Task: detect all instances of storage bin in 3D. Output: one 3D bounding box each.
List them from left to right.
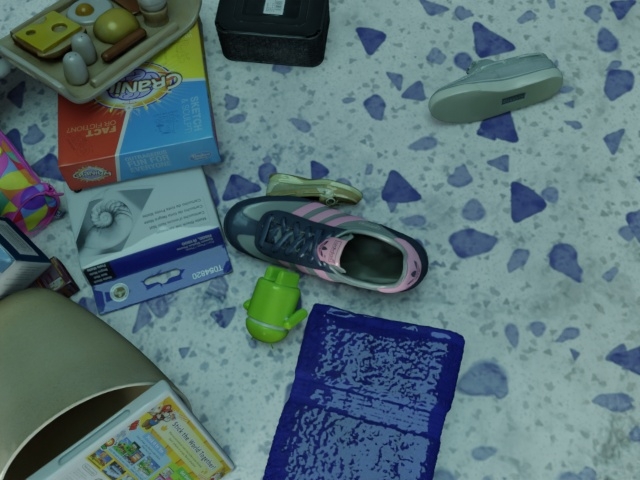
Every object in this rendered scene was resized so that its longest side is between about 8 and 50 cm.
[{"bbox_3d":[-0.079,-0.374,1.360,0.180,0.084,0.122,6,68,6],"label":"storage bin"}]

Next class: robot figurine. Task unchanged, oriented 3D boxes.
[{"bbox_3d":[-0.070,0.097,1.164,0.101,0.067,0.115,18,92,39],"label":"robot figurine"}]

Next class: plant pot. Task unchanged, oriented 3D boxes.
[{"bbox_3d":[-0.347,0.194,1.073,0.256,0.256,0.274,-35,53,-11],"label":"plant pot"}]

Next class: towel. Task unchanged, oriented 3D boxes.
[{"bbox_3d":[0.059,0.253,1.105,0.228,0.076,0.308,11,69,15],"label":"towel"}]

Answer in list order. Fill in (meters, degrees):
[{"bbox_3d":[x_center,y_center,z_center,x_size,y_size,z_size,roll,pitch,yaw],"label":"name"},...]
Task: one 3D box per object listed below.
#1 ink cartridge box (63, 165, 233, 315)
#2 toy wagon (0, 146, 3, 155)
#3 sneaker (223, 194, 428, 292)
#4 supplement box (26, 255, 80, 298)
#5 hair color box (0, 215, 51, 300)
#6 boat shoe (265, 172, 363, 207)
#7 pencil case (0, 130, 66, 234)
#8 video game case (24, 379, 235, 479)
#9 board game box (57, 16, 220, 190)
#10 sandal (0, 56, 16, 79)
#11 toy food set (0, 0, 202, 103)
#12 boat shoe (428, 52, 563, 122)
[{"bbox_3d":[-0.271,-0.022,1.245,0.223,0.045,0.224,-19,68,-5],"label":"ink cartridge box"},{"bbox_3d":[-0.559,0.000,1.109,0.344,0.267,0.068,-43,92,3],"label":"toy wagon"},{"bbox_3d":[0.000,0.000,1.164,0.319,0.131,0.112,11,94,9],"label":"sneaker"},{"bbox_3d":[-0.419,0.073,1.215,0.083,0.043,0.055,-35,70,-10],"label":"supplement box"},{"bbox_3d":[-0.552,0.114,1.097,0.347,0.174,0.105,-45,90,-4],"label":"hair color box"},{"bbox_3d":[-0.011,-0.070,1.248,0.153,0.056,0.048,10,78,9],"label":"boat shoe"},{"bbox_3d":[-0.506,-0.111,1.265,0.104,0.104,0.236,-43,71,-14],"label":"pencil case"},{"bbox_3d":[-0.235,0.299,1.018,0.206,0.227,0.026,-36,48,-11],"label":"video game case"},{"bbox_3d":[-0.300,-0.244,1.301,0.242,0.064,0.316,-12,58,-2],"label":"board game box"},{"bbox_3d":[-0.631,-0.238,1.253,0.169,0.102,0.416,8,44,46],"label":"sandal"},{"bbox_3d":[-0.367,-0.359,1.270,0.220,0.092,0.306,31,57,22],"label":"toy food set"},{"bbox_3d":[0.277,-0.254,1.302,0.227,0.079,0.081,-14,58,-8],"label":"boat shoe"}]
